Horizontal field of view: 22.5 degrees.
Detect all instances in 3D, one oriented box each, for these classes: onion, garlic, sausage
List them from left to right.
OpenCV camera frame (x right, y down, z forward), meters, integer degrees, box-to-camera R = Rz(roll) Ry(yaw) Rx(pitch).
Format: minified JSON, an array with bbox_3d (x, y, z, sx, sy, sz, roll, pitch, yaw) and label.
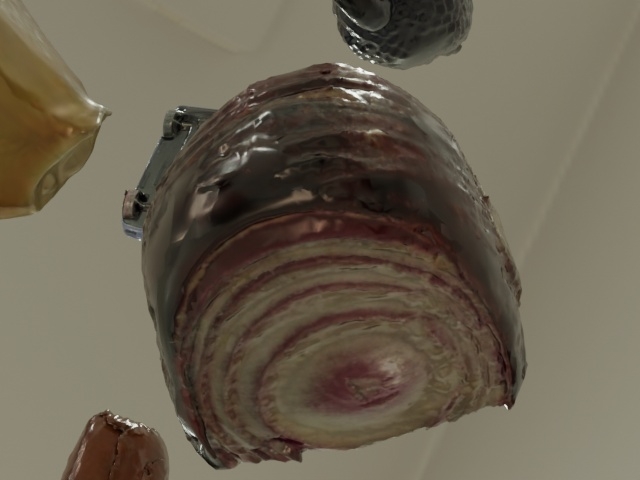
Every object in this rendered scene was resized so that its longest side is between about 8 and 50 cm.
[{"bbox_3d":[-0.191,-0.121,0.711,0.145,0.164,0.245,-51,-54,-41],"label":"garlic"},{"bbox_3d":[-0.191,0.290,1.275,0.102,0.102,0.330,29,-122,-25],"label":"sausage"},{"bbox_3d":[-0.001,-0.005,0.942,0.216,0.206,0.207,-14,-55,6],"label":"onion"}]

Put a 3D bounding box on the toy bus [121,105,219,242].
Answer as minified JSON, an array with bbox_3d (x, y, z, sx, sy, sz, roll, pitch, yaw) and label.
[{"bbox_3d":[-0.114,-0.045,1.396,0.167,0.073,0.076,-70,-16,-44],"label":"toy bus"}]

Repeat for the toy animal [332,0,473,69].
[{"bbox_3d":[0.062,-0.233,1.426,0.122,0.185,0.298,-29,-27,15],"label":"toy animal"}]
